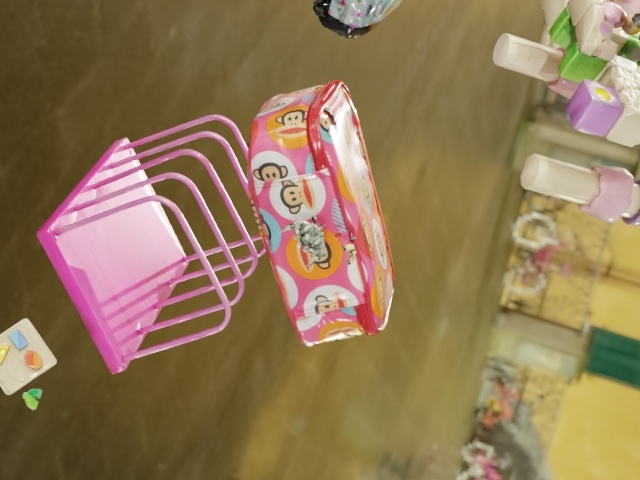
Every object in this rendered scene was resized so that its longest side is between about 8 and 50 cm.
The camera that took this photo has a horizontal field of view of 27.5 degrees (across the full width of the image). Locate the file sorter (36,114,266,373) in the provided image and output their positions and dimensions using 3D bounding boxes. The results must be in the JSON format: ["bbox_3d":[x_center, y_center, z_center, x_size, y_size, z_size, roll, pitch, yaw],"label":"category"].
[{"bbox_3d":[-0.185,-0.011,1.650,0.291,0.182,0.202,-67,136,-62],"label":"file sorter"}]

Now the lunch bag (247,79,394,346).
[{"bbox_3d":[0.007,-0.039,1.590,0.258,0.120,0.293,-66,143,-69],"label":"lunch bag"}]

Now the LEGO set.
[{"bbox_3d":[0.001,-0.002,1.312,0.023,0.083,0.054,139,-56,-60],"label":"LEGO set"}]

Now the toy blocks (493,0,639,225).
[{"bbox_3d":[0.395,-0.201,1.501,0.288,0.260,0.309,-93,-154,-43],"label":"toy blocks"}]

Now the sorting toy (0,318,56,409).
[{"bbox_3d":[-0.301,0.129,1.331,0.062,0.083,0.012,-35,-179,-20],"label":"sorting toy"}]

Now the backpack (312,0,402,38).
[{"bbox_3d":[0.077,-0.381,1.820,0.182,0.115,0.152,-59,-173,49],"label":"backpack"}]
